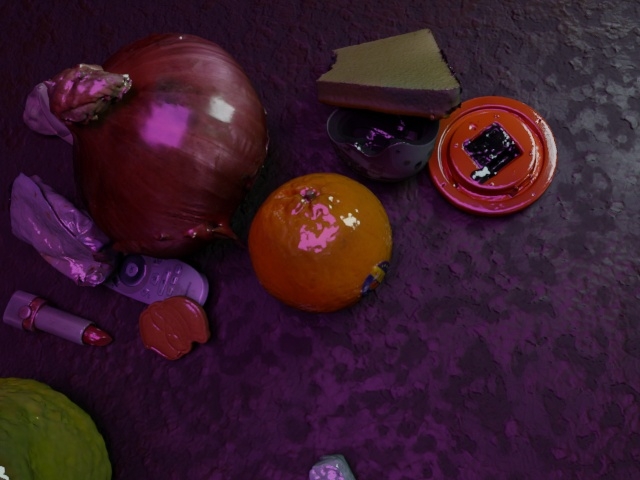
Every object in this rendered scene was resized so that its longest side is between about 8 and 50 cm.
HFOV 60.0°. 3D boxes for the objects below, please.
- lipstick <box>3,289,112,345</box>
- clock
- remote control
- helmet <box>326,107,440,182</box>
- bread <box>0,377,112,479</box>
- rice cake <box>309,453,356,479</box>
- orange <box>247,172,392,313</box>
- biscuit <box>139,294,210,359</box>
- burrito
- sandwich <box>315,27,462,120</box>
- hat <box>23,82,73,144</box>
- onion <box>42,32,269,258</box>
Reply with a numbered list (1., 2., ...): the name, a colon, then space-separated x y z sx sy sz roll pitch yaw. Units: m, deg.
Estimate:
1. lipstick: -0.441 0.142 0.945 0.186 0.057 0.063 16 79 10
2. clock: 0.275 -0.138 0.895 0.205 0.051 0.205 -2 75 8
3. remote control: -0.299 0.055 0.947 0.256 0.045 0.098 21 88 16
4. helmet: 0.104 -0.153 0.896 0.176 0.107 0.153 14 48 30
5. bread: -0.481 0.368 0.749 0.347 0.308 0.349 2 81 -11
6. rice cake: 0.045 0.408 0.790 0.063 0.069 0.207 -27 72 2
7. orange: -0.001 0.002 0.840 0.219 0.193 0.220 -10 66 23
8. biscuit: -0.241 0.142 0.902 0.130 0.019 0.102 -25 95 21
9. burrito: -0.431 -0.015 0.938 0.228 0.089 0.144 31 127 21
10. sandwich: 0.098 -0.251 0.891 0.211 0.063 0.245 -11 38 7
11. hat: -0.477 -0.233 1.037 0.166 0.081 0.122 37 87 6
12. onion: -0.228 -0.138 0.859 0.353 0.353 0.354 -2 76 9
